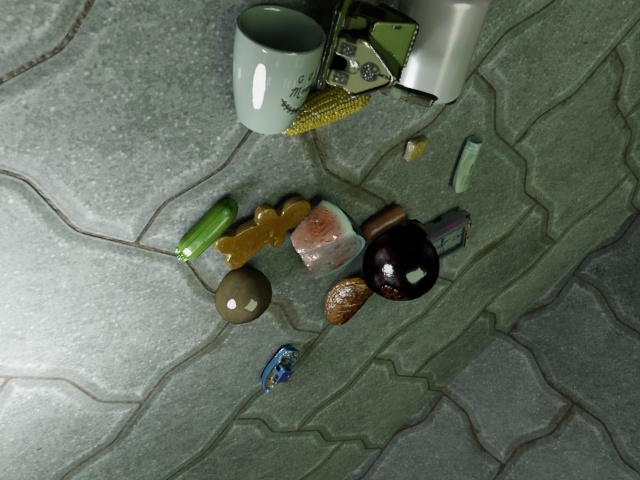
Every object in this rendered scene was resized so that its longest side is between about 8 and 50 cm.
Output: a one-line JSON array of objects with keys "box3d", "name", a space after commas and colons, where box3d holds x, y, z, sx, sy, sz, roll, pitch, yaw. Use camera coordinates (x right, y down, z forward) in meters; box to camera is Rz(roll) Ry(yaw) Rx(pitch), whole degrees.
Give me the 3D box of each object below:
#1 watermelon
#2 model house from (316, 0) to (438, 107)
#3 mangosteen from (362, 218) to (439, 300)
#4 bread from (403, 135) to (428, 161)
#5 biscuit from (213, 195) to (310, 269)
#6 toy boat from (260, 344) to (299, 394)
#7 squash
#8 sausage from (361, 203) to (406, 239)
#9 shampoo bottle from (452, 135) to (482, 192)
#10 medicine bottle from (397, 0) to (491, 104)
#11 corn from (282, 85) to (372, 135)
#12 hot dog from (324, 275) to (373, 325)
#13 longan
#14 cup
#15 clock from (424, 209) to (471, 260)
[{"box3d": [0.000, 0.000, 1.848, 0.226, 0.148, 0.318, -12, 156, -29], "name": "watermelon"}, {"box3d": [0.156, -0.427, 1.372, 0.205, 0.278, 0.219, -69, 176, -52], "name": "model house"}, {"box3d": [0.284, 0.056, 2.068, 0.275, 0.274, 0.302, 68, 37, -53], "name": "mangosteen"}, {"box3d": [0.300, -0.289, 1.897, 0.083, 0.035, 0.070, -26, 143, -29], "name": "bread"}, {"box3d": [-0.161, -0.034, 1.739, 0.301, 0.049, 0.197, -32, 151, -10], "name": "biscuit"}, {"box3d": [-0.151, 0.491, 2.269, 0.100, 0.097, 0.223, 11, 120, -44], "name": "toy boat"}, {"box3d": [-0.300, -0.025, 1.600, 0.219, 0.077, 0.068, -43, 136, 7], "name": "squash"}, {"box3d": [0.203, -0.057, 2.037, 0.169, 0.065, 0.065, -32, 144, -10], "name": "sausage"}, {"box3d": [0.507, -0.262, 2.100, 0.072, 0.049, 0.213, -16, 138, -24], "name": "shampoo bottle"}, {"box3d": [0.288, -0.536, 1.466, 0.213, 0.214, 0.379, -18, 140, -28], "name": "medicine bottle"}, {"box3d": [0.011, -0.339, 1.534, 0.260, 0.091, 0.091, -28, 134, -15], "name": "corn"}, {"box3d": [0.104, 0.210, 2.196, 0.160, 0.099, 0.227, 16, 118, -49], "name": "hot dog"}, {"box3d": [-0.230, 0.167, 1.806, 0.167, 0.168, 0.187, 5, 146, -45], "name": "longan"}, {"box3d": [-0.085, -0.385, 1.353, 0.258, 0.186, 0.234, -48, 164, -40], "name": "cup"}, {"box3d": [0.453, -0.001, 2.302, 0.253, 0.083, 0.187, -27, 142, -18], "name": "clock"}]
